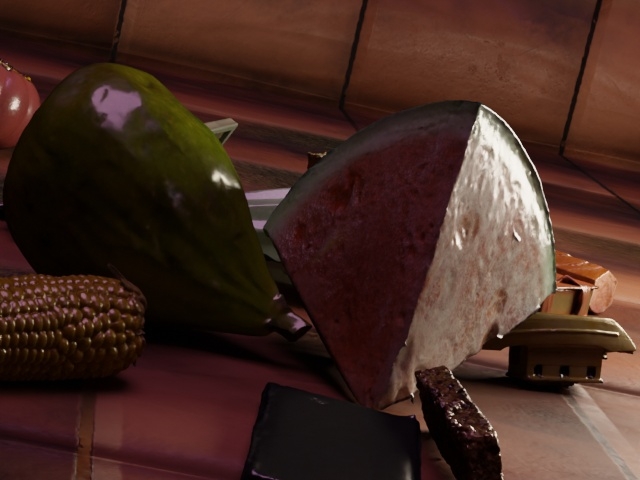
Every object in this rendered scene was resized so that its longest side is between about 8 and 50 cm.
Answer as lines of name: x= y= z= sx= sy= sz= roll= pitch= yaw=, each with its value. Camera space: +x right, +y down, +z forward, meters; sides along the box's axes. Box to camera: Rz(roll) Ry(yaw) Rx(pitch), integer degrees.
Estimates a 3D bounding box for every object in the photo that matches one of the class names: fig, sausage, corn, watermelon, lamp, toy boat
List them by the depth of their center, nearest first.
corn: x=-0.258 y=0.072 z=1.473 sx=0.260 sy=0.091 sz=0.091 roll=3 pitch=56 yaw=-41
fig: x=-0.174 y=-0.013 z=1.713 sx=0.233 sy=0.233 sz=0.314 roll=1 pitch=47 yaw=-47
watermelon: x=0.071 y=0.002 z=1.725 sx=0.283 sy=0.250 sz=0.292 roll=-12 pitch=14 yaw=16
toy boat: x=0.234 y=0.114 z=1.866 sx=0.200 sy=0.077 sz=0.057 roll=5 pitch=1 yaw=-22
sausage: x=0.307 y=0.043 z=2.337 sx=0.065 sy=0.065 sz=0.169 roll=1 pitch=15 yaw=-46
lamp: x=-0.476 y=-0.192 z=2.448 sx=0.182 sy=0.140 sz=0.182 roll=29 pitch=2 yaw=-1

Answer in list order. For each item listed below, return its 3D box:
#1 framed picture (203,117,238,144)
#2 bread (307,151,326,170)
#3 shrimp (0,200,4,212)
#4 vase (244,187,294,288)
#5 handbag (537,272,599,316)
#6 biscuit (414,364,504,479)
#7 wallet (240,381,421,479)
framed picture: x=-0.186 y=-0.057 z=1.988 sx=0.016 sy=0.184 sz=0.250 roll=40 pitch=17 yaw=7
bread: x=0.079 y=-0.050 z=2.342 sx=0.229 sy=0.139 sz=0.143 roll=2 pitch=13 yaw=-46
shrimp: x=-0.351 y=-0.028 z=2.033 sx=0.091 sy=0.034 sz=0.161 roll=1 pitch=6 yaw=-3
vase: x=0.000 y=0.000 z=1.999 sx=0.360 sy=0.165 sz=0.165 roll=4 pitch=14 yaw=-19
handbag: x=0.237 y=0.055 z=2.210 sx=0.127 sy=0.063 sz=0.190 roll=3 pitch=13 yaw=-44
biscuit: x=0.118 y=0.162 z=1.526 sx=0.034 sy=0.064 sz=0.199 roll=-11 pitch=14 yaw=-7
wallet: x=0.014 y=0.173 z=1.446 sx=0.146 sy=0.030 sz=0.285 roll=17 pitch=10 yaw=-1
